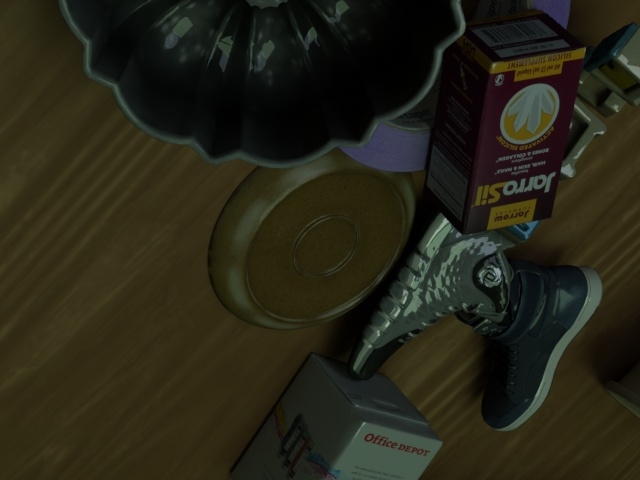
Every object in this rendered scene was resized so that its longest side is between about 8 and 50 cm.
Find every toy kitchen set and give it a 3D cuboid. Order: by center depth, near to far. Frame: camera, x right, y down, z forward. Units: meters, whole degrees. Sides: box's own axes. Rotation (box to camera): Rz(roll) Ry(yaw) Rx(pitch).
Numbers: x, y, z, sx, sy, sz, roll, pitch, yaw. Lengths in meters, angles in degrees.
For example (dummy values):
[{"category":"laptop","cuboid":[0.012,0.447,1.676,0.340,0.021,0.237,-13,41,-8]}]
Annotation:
[{"category":"toy kitchen set","cuboid":[0.227,-0.119,1.667,0.122,0.166,0.207,37,81,-5]}]

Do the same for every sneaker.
[{"category":"sneaker","cuboid":[0.129,0.076,1.768,0.132,0.086,0.229,30,108,0]},{"category":"sneaker","cuboid":[0.196,0.114,1.882,0.163,0.086,0.226,7,120,-35]}]

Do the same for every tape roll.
[{"category":"tape roll","cuboid":[0.095,-0.202,1.570,0.274,0.090,0.275,-18,131,-22]}]

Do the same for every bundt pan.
[{"category":"bundt pan","cuboid":[-0.045,-0.232,1.369,0.330,0.124,0.331,-1,115,-1]}]

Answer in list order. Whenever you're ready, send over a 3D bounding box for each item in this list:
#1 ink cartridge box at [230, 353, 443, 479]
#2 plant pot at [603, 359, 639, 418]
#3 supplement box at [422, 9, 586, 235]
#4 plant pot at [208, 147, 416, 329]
[{"category":"ink cartridge box","cuboid":[0.017,0.236,1.826,0.128,0.127,0.176,20,111,-41]},{"category":"plant pot","cuboid":[0.563,0.148,2.015,0.334,0.334,0.305,36,89,-45]},{"category":"supplement box","cuboid":[0.169,-0.109,1.568,0.104,0.081,0.188,-12,129,-24]},{"category":"plant pot","cuboid":[0.000,0.000,1.703,0.236,0.032,0.236,-17,131,-21]}]
